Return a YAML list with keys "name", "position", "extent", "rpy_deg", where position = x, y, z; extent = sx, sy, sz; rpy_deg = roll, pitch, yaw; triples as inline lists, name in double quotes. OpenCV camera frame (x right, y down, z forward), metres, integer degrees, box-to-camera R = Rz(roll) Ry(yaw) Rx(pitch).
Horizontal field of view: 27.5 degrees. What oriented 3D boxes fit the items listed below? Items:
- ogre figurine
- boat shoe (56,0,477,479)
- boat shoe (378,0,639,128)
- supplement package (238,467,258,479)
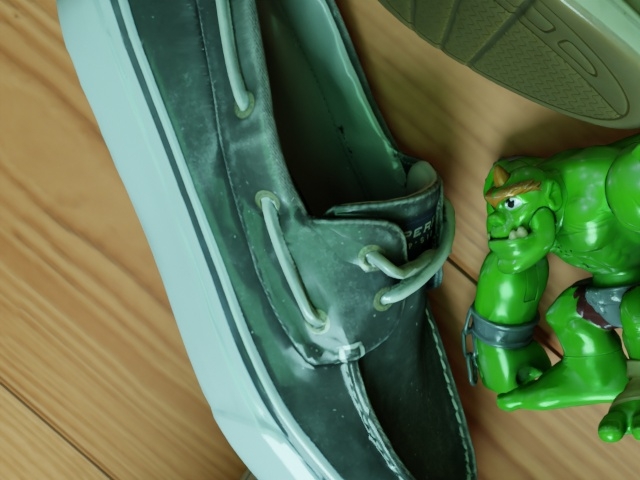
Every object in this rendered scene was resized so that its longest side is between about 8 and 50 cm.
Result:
- name: "ogre figurine"
  position: [0.119, 0.016, 0.557]
  extent: [0.097, 0.197, 0.118]
  rpy_deg: [-9, 92, -5]
- name: "boat shoe"
  position: [0.000, 0.000, 0.589]
  extent: [0.119, 0.121, 0.335]
  rpy_deg: [-22, 101, 35]
- name: "boat shoe"
  position: [0.036, -0.167, 0.516]
  extent: [0.302, 0.109, 0.098]
  rpy_deg: [41, 76, 8]
- name: "supplement package"
  position: [0.040, 0.262, 0.657]
  extent: [0.293, 0.175, 0.177]
  rpy_deg: [34, 120, 3]
